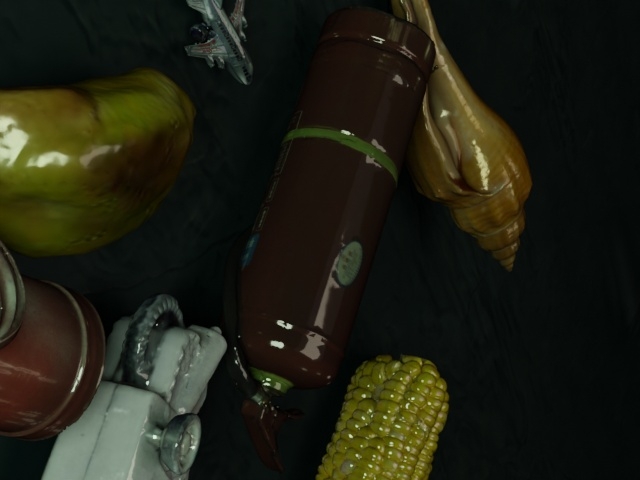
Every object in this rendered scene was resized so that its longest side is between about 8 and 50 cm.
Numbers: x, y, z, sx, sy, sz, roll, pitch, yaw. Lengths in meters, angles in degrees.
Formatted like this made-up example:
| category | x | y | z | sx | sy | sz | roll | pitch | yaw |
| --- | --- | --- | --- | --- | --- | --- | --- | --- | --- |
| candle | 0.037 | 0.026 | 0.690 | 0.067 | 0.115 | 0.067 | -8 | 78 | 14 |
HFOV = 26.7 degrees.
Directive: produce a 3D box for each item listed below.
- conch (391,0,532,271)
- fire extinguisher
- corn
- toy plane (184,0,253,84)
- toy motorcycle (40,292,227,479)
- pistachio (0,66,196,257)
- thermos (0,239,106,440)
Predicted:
| category | x | y | z | sx | sy | sz | roll | pitch | yaw |
| --- | --- | --- | --- | --- | --- | --- | --- | --- | --- |
| conch | 0.106 | -0.107 | 1.189 | 0.109 | 0.093 | 0.330 | -39 | 112 | -24 |
| fire extinguisher | 0.000 | 0.000 | 1.019 | 0.141 | 0.105 | 0.341 | 42 | 61 | -53 |
| corn | 0.029 | 0.231 | 1.155 | 0.101 | 0.101 | 0.292 | 44 | 67 | -54 |
| toy plane | -0.068 | -0.143 | 0.939 | 0.078 | 0.031 | 0.083 | -54 | 140 | -34 |
| toy motorcycle | -0.130 | 0.171 | 0.883 | 0.171 | 0.110 | 0.260 | 72 | 32 | -62 |
| pistachio | -0.142 | -0.044 | 0.788 | 0.189 | 0.100 | 0.110 | -19 | 132 | -55 |
| thermos | -0.222 | 0.045 | 0.699 | 0.124 | 0.099 | 0.232 | -40 | 150 | 15 |
